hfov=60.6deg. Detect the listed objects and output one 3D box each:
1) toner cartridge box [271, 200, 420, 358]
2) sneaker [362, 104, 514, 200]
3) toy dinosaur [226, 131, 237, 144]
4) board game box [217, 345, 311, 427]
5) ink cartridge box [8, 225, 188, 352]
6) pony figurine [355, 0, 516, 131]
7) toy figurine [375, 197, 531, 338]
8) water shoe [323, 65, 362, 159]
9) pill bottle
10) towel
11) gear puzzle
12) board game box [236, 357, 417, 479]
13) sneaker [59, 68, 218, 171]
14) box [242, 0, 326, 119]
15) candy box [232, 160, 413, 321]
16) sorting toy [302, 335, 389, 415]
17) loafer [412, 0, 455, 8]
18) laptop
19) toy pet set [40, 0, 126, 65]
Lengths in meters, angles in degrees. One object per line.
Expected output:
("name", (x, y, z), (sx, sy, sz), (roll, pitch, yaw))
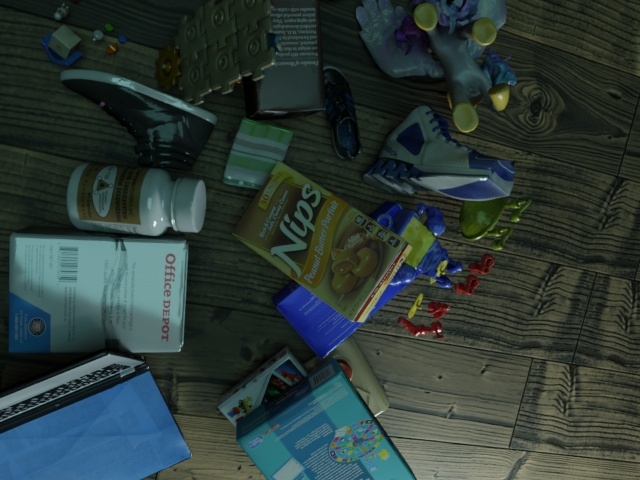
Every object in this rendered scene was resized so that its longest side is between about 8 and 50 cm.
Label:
("toner cartridge box", (0.077, 0.084, 1.222), (0.348, 0.075, 0.165), (-40, 106, -6))
("sneaker", (0.240, -0.192, 1.129), (0.127, 0.315, 0.182), (27, 78, -47))
("toy dinosaur", (-0.157, -0.197, 1.152), (0.090, 0.047, 0.082), (-34, 97, -41))
("board game box", (-0.056, 0.408, 1.217), (0.193, 0.053, 0.305), (-37, 104, 0))
("ink cartridge box", (-0.422, 0.094, 1.070), (0.307, 0.129, 0.223), (3, 97, -15))
("pony figurine", (0.252, -0.377, 1.076), (0.303, 0.363, 0.351), (-22, 98, 14))
("toy figurine", (0.220, -0.007, 1.116), (0.217, 0.191, 0.362), (35, 86, -11))
("water shoe", (0.050, -0.273, 1.160), (0.073, 0.080, 0.203), (-20, 102, -11))
("pill bottle", (-0.341, -0.075, 1.038), (0.229, 0.131, 0.131), (5, 97, 1))
("towel", (-0.128, -0.169, 1.115), (0.113, 0.023, 0.152), (8, 128, -24))
("gear puzzle", (-0.195, -0.338, 0.993), (0.044, 0.339, 0.175), (-3, 86, -50))
("board game box", (0.019, 0.459, 1.169), (0.254, 0.079, 0.336), (-33, 105, -1))
("sneaker", (-0.358, -0.220, 1.052), (0.296, 0.104, 0.146), (17, 89, -20))
("box", (-0.083, -0.430, 1.047), (0.143, 0.191, 0.381), (-4, 99, -13))
("candy box", (0.000, 0.000, 1.094), (0.316, 0.087, 0.183), (34, 92, 20))
("sorting toy", (0.049, 0.403, 1.279), (0.229, 0.041, 0.307), (-32, 104, -8))
("loafer", (0.278, -0.539, 1.194), (0.170, 0.062, 0.061), (-11, 109, -3))
("laptop", (-0.488, 0.394, 1.023), (0.382, 0.408, 0.236), (-22, 77, -10))
("toy pet set", (-0.459, -0.379, 1.041), (0.122, 0.065, 0.114), (41, 52, -19))
